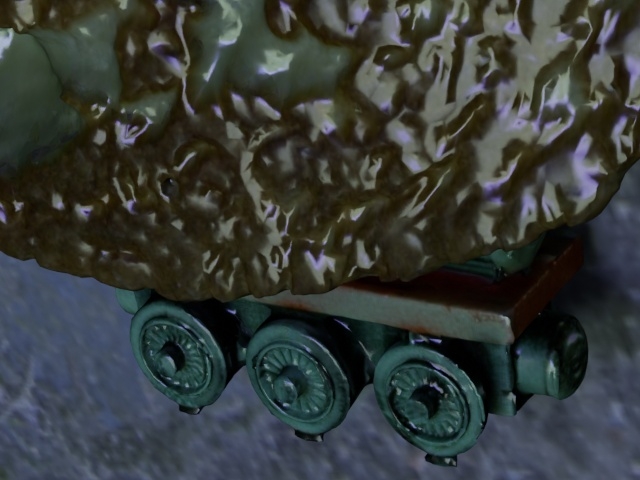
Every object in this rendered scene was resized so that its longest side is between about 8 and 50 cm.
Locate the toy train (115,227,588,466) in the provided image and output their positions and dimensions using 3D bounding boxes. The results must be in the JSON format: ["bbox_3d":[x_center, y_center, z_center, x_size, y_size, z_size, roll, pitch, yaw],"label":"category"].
[{"bbox_3d":[0.000,0.000,0.603,0.176,0.074,0.118,8,122,33],"label":"toy train"}]

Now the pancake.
[{"bbox_3d":[-0.003,-0.087,0.507,0.376,0.054,0.197,-15,101,32],"label":"pancake"}]
